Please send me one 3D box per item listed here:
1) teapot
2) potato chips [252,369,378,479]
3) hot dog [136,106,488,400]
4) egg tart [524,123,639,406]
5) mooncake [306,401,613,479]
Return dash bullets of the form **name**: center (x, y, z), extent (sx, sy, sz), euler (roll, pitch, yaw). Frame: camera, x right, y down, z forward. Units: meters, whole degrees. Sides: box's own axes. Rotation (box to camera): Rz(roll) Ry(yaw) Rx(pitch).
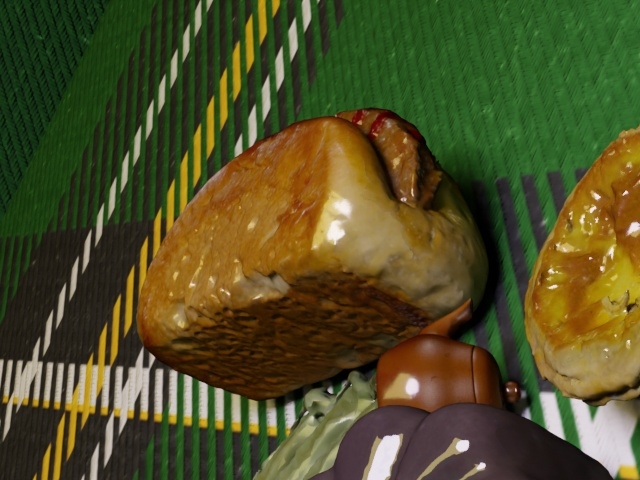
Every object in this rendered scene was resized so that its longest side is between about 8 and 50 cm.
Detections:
- **teapot**: center (0.106, 0.132, 1.530), extent (0.116, 0.116, 0.173), euler (-27, 62, 52)
- **potato chips**: center (-0.042, 0.313, 1.661), extent (0.429, 0.070, 0.358), euler (-55, 21, 9)
- **hot dog**: center (-0.002, 0.000, 1.789), extent (0.405, 0.185, 0.223), euler (-25, 43, 52)
- **egg tart**: center (0.243, 0.015, 1.380), extent (0.241, 0.106, 0.241), euler (-48, 26, 33)
- **mooncake**: center (0.079, 0.257, 1.344), extent (0.306, 0.154, 0.306), euler (-32, 40, 32)
